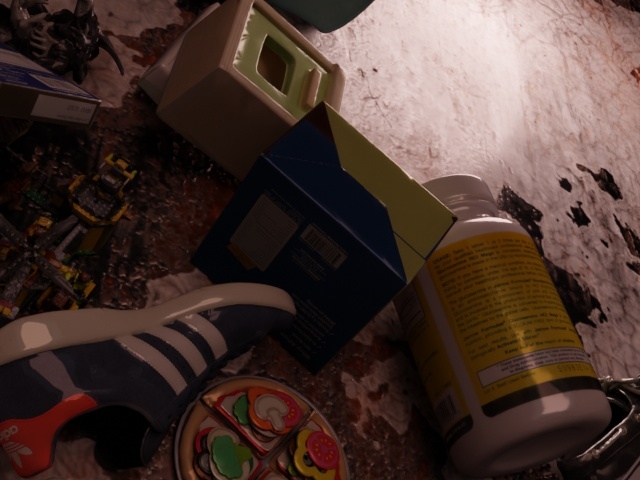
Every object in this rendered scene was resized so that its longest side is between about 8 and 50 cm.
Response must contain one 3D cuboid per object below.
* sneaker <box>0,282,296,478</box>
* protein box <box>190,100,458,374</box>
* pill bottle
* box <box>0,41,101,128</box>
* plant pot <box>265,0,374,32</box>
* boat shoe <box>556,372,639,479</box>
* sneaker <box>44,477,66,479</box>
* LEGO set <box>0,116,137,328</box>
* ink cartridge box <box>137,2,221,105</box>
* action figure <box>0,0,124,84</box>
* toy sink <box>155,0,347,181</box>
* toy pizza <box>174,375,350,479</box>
[{"bbox_3d":[-0.155,0.134,0.912,0.350,0.131,0.148,-9,78,-42],"label":"sneaker"},{"bbox_3d":[0.000,0.000,1.056,0.200,0.201,0.136,41,45,2],"label":"protein box"},{"bbox_3d":[0.194,0.095,1.137,0.188,0.188,0.334,3,55,-35],"label":"pill bottle"},{"bbox_3d":[-0.325,-0.168,0.862,0.225,0.036,0.136,32,13,20],"label":"box"},{"bbox_3d":[-0.023,-0.451,1.391,0.255,0.272,0.271,41,40,-24],"label":"plant pot"},{"bbox_3d":[0.389,0.226,1.231,0.306,0.113,0.105,-36,96,-38],"label":"boat shoe"},{"bbox_3d":[-0.200,0.328,0.715,0.147,0.104,0.295,-6,64,-45],"label":"sneaker"},{"bbox_3d":[-0.322,-0.080,0.896,0.331,0.192,0.255,41,42,-1],"label":"LEGO set"},{"bbox_3d":[-0.112,-0.179,1.255,0.224,0.056,0.181,50,39,-20],"label":"ink cartridge box"},{"bbox_3d":[-0.344,-0.261,1.071,0.276,0.141,0.164,5,42,-32],"label":"action figure"},{"bbox_3d":[-0.056,-0.162,1.158,0.234,0.131,0.153,39,43,-29],"label":"toy sink"},{"bbox_3d":[-0.051,0.224,0.966,0.201,0.032,0.201,20,47,-23],"label":"toy pizza"}]
